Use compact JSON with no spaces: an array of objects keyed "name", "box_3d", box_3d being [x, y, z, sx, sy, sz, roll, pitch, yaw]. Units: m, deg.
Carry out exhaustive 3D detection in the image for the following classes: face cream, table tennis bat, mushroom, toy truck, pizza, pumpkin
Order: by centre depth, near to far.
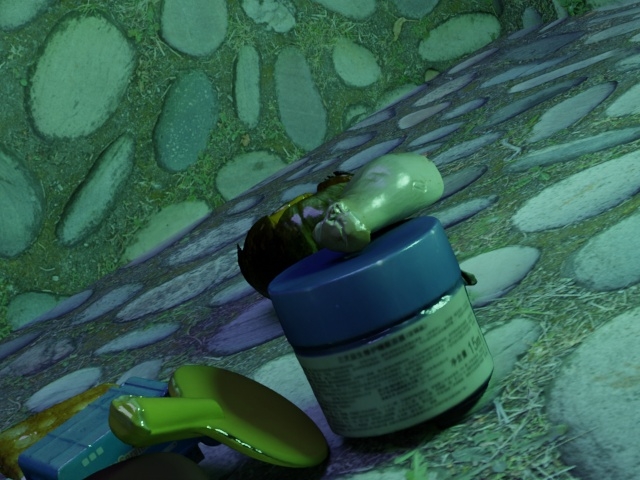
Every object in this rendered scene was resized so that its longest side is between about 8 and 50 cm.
[{"name":"table tennis bat","box_3d":[-0.126,0.222,1.281,0.224,0.054,0.369,33,10,29]},{"name":"toy truck","box_3d":[-0.290,0.327,1.341,0.146,0.175,0.367,-3,27,49]},{"name":"face cream","box_3d":[0.082,0.115,1.361,0.249,0.225,0.249,-21,9,3]},{"name":"mushroom","box_3d":[0.070,-0.056,1.394,0.116,0.093,0.225,14,27,39]},{"name":"pizza","box_3d":[-0.392,0.328,1.670,0.258,0.087,0.268,-27,15,-25]},{"name":"pumpkin","box_3d":[0.000,0.000,1.941,0.320,0.192,0.320,-30,6,3]}]

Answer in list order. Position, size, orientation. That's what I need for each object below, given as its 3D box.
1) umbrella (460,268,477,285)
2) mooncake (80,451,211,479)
[{"name":"umbrella","box_3d":[0.170,0.044,1.701,0.106,0.113,0.357,-46,13,7]},{"name":"mooncake","box_3d":[-0.216,0.372,1.061,0.334,0.174,0.326,-10,23,39]}]
